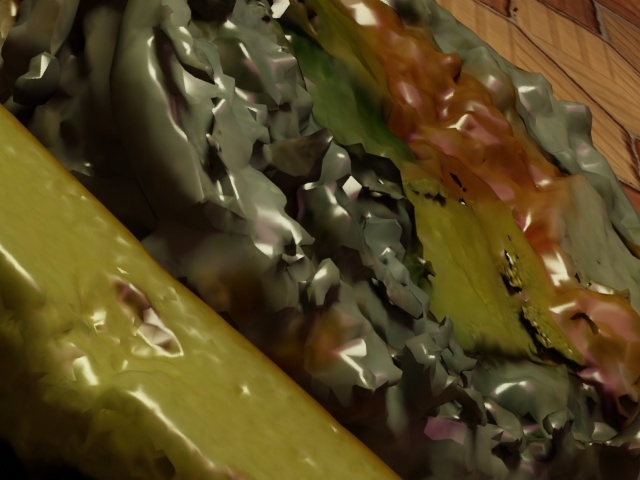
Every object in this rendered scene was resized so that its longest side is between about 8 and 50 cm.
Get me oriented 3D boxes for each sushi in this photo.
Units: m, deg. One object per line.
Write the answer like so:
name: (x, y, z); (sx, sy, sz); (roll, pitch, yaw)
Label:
sushi: (-0.001, 0.001, 0.718); (0.417, 0.176, 0.417); (42, 18, -17)

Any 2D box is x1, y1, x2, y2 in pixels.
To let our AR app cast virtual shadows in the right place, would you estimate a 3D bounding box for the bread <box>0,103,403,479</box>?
bread: (-0.082, 0.063, 0.482); (0.361, 0.138, 0.077); (42, 21, 8)
